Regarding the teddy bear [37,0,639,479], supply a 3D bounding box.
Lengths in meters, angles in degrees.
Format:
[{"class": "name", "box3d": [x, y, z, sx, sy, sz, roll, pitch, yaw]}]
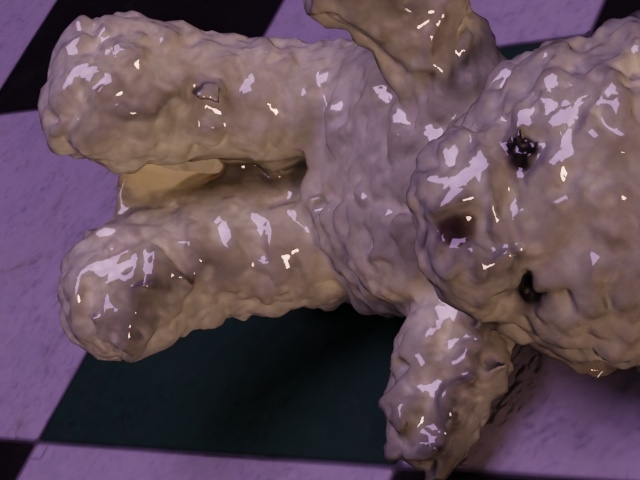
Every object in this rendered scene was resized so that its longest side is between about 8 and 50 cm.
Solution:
[{"class": "teddy bear", "box3d": [0.047, -0.016, 1.006, 0.375, 0.327, 0.362, -5, 14, -12]}]
